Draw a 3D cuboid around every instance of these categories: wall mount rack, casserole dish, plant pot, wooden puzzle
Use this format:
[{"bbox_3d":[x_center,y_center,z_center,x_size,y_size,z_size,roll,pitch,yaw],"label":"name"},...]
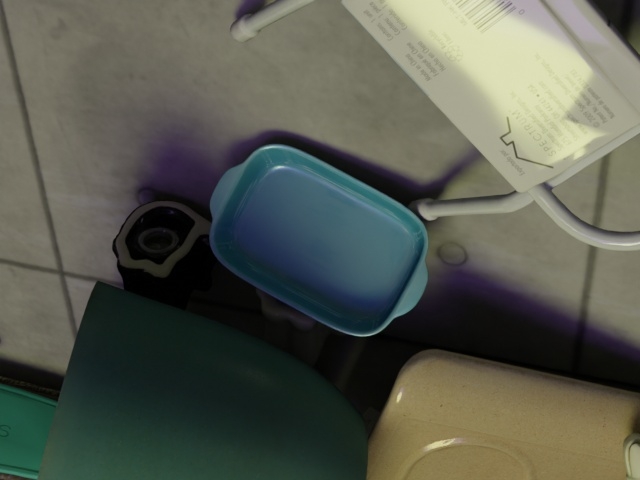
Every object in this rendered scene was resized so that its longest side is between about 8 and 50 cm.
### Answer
[{"bbox_3d":[0.091,-0.126,0.751,0.350,0.130,0.304,45,127,-15],"label":"wall mount rack"},{"bbox_3d":[0.000,0.000,0.904,0.188,0.037,0.114,28,91,11],"label":"casserole dish"},{"bbox_3d":[-0.097,0.200,0.888,0.235,0.293,0.293,14,132,-7],"label":"plant pot"},{"bbox_3d":[0.170,0.239,0.997,0.322,0.080,0.348,13,128,-10],"label":"wooden puzzle"}]

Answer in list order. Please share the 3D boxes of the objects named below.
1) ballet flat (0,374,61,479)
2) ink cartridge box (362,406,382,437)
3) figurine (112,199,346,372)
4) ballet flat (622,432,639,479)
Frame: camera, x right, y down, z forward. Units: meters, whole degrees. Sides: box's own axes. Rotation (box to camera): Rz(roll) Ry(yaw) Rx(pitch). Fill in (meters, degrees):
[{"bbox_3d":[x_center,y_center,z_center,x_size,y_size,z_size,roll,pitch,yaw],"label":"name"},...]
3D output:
[{"bbox_3d":[-0.200,0.247,1.172,0.483,0.164,0.182,9,152,23],"label":"ballet flat"},{"bbox_3d":[0.076,0.181,1.060,0.083,0.028,0.048,31,132,-3],"label":"ink cartridge box"},{"bbox_3d":[-0.077,0.083,1.020,0.215,0.092,0.209,17,139,9],"label":"figurine"},{"bbox_3d":[0.283,0.152,0.855,0.087,0.083,0.247,32,91,13],"label":"ballet flat"}]
